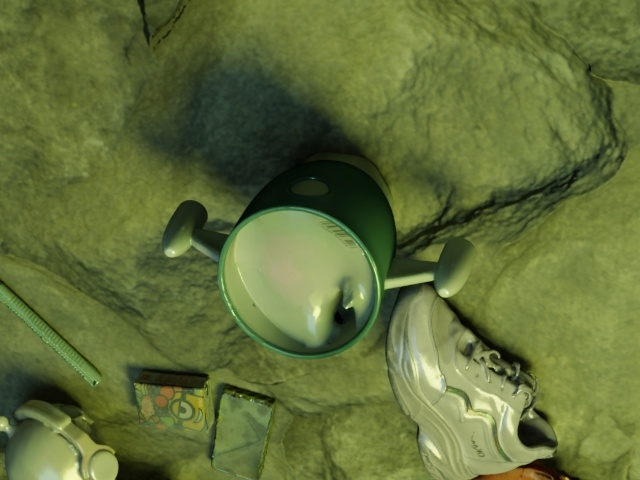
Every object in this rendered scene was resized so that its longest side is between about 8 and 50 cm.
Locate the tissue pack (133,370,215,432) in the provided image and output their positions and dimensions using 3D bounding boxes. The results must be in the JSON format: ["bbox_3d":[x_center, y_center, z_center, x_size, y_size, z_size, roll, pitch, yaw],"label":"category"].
[{"bbox_3d":[-0.161,0.178,1.800,0.083,0.035,0.063,6,122,15],"label":"tissue pack"}]

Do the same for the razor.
[{"bbox_3d":[-0.323,0.090,1.802,0.211,0.036,0.084,40,147,-16],"label":"razor"}]

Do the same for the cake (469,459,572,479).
[{"bbox_3d":[0.189,0.353,1.764,0.135,0.098,0.287,18,118,-2],"label":"cake"}]

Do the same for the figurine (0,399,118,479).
[{"bbox_3d":[-0.265,0.265,1.832,0.237,0.141,0.162,43,145,1],"label":"figurine"}]

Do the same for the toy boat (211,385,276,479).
[{"bbox_3d":[-0.087,0.216,1.812,0.063,0.016,0.115,16,124,6],"label":"toy boat"}]

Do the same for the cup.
[{"bbox_3d":[0.000,0.000,1.562,0.299,0.173,0.168,8,121,11],"label":"cup"}]

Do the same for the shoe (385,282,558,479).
[{"bbox_3d":[0.153,0.144,1.656,0.137,0.095,0.245,-10,120,18],"label":"shoe"}]
